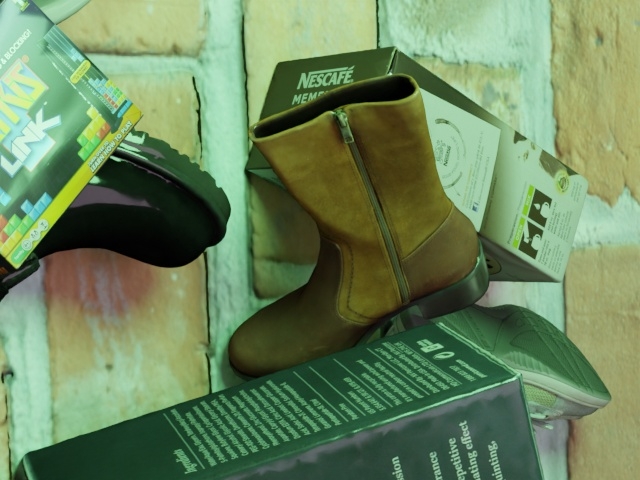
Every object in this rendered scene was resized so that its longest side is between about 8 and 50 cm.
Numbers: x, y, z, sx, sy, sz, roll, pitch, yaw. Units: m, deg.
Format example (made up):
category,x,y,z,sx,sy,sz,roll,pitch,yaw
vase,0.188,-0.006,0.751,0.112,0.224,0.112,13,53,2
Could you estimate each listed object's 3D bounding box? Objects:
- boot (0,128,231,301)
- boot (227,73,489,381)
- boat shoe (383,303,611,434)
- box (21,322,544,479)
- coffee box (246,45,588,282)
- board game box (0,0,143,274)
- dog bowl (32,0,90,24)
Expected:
category,x,y,z,sx,sy,sz,roll,pitch,yaw
boot,-0.248,0.023,1.388,0.348,0.131,0.260,23,68,-29
boot,0.000,0.000,1.516,0.280,0.264,0.096,60,16,-49
boat shoe,0.179,0.137,1.807,0.320,0.103,0.118,14,36,-44
box,-0.014,0.279,1.455,0.395,0.212,0.293,-17,103,-13
coffee box,0.098,-0.066,1.678,0.297,0.168,0.118,29,71,-39
board game box,-0.237,-0.083,1.303,0.141,0.048,0.170,46,60,-21
dog bowl,-0.290,-0.310,1.370,0.349,0.102,0.348,0,90,-42
